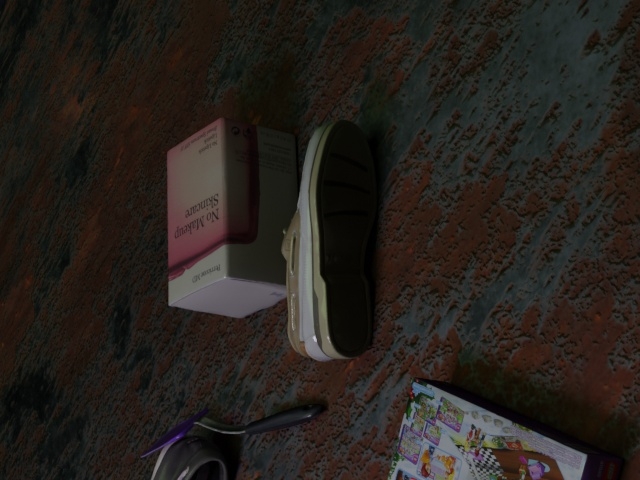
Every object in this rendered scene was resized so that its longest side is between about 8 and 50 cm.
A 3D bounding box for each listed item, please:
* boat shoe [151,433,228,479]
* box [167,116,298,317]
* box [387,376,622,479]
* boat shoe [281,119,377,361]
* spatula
[{"bbox_3d":[-0.207,0.431,2.147,0.095,0.112,0.335,15,89,60],"label":"boat shoe"},{"bbox_3d":[-0.120,-0.028,2.143,0.148,0.126,0.232,-26,59,48],"label":"box"},{"bbox_3d":[0.181,0.282,1.691,0.293,0.057,0.201,21,97,54],"label":"box"},{"bbox_3d":[0.000,0.000,1.979,0.103,0.113,0.302,-9,74,47],"label":"boat shoe"},{"bbox_3d":[-0.115,0.244,2.082,0.296,0.084,0.030,-12,108,34],"label":"spatula"}]
